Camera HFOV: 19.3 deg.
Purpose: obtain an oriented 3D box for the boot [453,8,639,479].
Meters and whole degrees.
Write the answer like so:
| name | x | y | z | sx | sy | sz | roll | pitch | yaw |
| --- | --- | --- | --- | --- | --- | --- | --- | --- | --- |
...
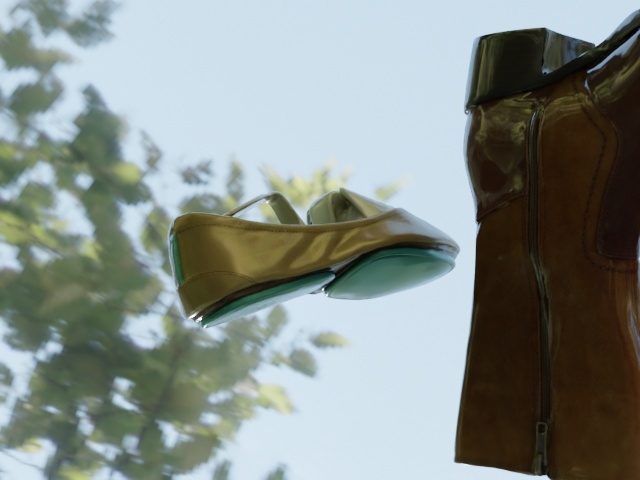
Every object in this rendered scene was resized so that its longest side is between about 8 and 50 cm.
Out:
| name | x | y | z | sx | sy | sz | roll | pitch | yaw |
| --- | --- | --- | --- | --- | --- | --- | --- | --- | --- |
| boot | 0.181 | 0.009 | 1.108 | 0.264 | 0.096 | 0.280 | -2 | -97 | 40 |

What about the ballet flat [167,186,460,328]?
| name | x | y | z | sx | sy | sz | roll | pitch | yaw |
| --- | --- | --- | --- | --- | --- | --- | --- | --- | --- |
| ballet flat | 0.000 | 0.000 | 1.163 | 0.080 | 0.232 | 0.073 | -34 | -107 | 39 |
